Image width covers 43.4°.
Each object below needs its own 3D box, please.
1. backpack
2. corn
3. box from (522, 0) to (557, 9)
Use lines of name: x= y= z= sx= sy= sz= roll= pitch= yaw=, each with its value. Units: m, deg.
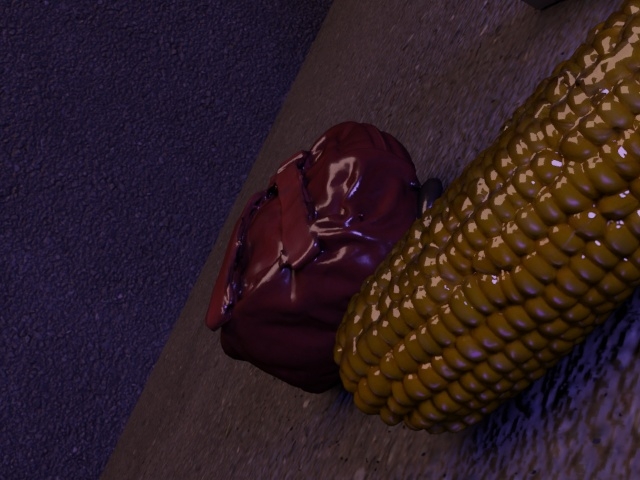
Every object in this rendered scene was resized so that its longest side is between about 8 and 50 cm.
backpack: x=0.002 y=0.001 z=0.663 sx=0.229 sy=0.138 sz=0.229 roll=-56 pitch=18 yaw=29
corn: x=0.104 y=-0.003 z=0.371 sx=0.310 sy=0.101 sz=0.101 roll=-49 pitch=17 yaw=36
box: x=0.159 y=-0.223 z=0.559 sx=0.032 sy=0.122 sz=0.220 roll=-63 pitch=12 yaw=-2
